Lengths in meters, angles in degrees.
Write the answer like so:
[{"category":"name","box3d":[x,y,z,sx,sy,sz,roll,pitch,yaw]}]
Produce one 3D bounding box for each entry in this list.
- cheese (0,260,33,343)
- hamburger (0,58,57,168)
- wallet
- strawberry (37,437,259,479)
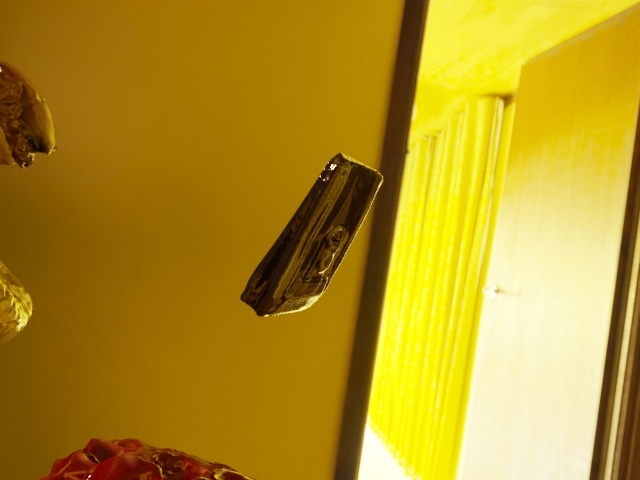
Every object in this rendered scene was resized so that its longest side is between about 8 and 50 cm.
[{"category":"cheese","box3d":[-0.579,0.063,0.985,0.226,0.117,0.214,36,156,25]},{"category":"hamburger","box3d":[-0.568,-0.205,0.939,0.245,0.282,0.155,-36,-170,21]},{"category":"wallet","box3d":[0.000,0.000,0.845,0.052,0.245,0.169,38,-167,27]},{"category":"strawberry","box3d":[-0.062,0.301,0.388,0.345,0.317,0.295,-2,136,10]}]
